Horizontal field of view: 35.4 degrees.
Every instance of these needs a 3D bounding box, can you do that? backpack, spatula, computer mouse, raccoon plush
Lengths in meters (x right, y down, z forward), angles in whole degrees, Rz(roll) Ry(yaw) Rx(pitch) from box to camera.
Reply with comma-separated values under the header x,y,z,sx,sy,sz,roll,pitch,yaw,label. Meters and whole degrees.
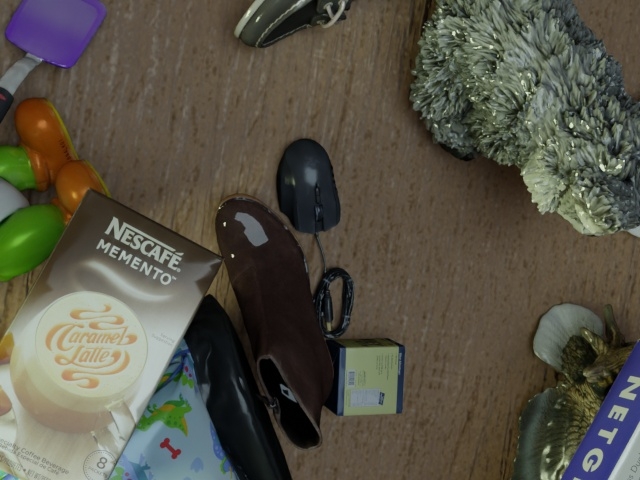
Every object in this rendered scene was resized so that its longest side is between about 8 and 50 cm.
x,y,z,sx,sy,sz,roll,pitch,yaw,label
-0.219,0.266,1.046,0.355,0.273,0.290,-19,107,-2,backpack
-0.309,-0.158,1.004,0.084,0.030,0.296,26,50,-8,spatula
0.000,0.000,1.180,0.071,0.041,0.242,-15,100,-17,computer mouse
0.222,-0.191,1.049,0.216,0.299,0.446,-40,125,-3,raccoon plush

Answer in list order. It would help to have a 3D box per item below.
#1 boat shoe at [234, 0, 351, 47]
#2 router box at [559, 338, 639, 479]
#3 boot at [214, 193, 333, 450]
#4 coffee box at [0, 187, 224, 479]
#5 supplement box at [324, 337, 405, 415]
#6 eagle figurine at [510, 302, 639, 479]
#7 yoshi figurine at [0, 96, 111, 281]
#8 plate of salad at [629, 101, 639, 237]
x,y,z,sx,sy,sz,roll,pitch,yaw,label
0.052,-0.312,1.126,0.335,0.112,0.095,-43,90,-12,boat shoe
0.409,0.330,1.125,0.301,0.082,0.335,35,79,-14,router box
-0.049,0.080,1.080,0.090,0.207,0.248,-23,105,6,boot
-0.209,0.095,0.901,0.141,0.098,0.246,28,78,-10,coffee box
0.052,0.163,1.203,0.083,0.056,0.083,1,95,-18,supplement box
0.366,0.246,1.268,0.226,0.225,0.298,11,129,20,eagle figurine
-0.398,-0.016,0.965,0.362,0.203,0.203,-29,102,-16,yoshi figurine
0.453,-0.098,1.312,0.199,0.048,0.200,-3,105,-11,plate of salad
